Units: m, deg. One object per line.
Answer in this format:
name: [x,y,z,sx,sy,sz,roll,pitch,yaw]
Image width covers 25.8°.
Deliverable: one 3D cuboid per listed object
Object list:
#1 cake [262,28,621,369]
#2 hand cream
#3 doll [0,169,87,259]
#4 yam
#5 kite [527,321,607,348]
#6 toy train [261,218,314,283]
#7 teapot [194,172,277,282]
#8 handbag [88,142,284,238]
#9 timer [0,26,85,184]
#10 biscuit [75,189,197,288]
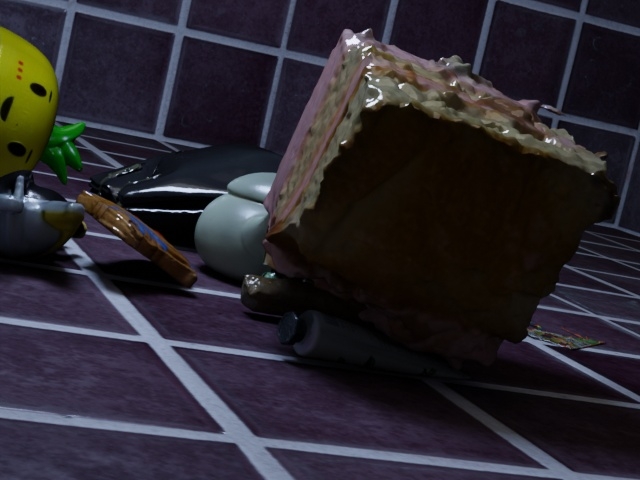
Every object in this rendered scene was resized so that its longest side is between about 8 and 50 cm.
cake: [0.108,-0.052,1.567,0.314,0.293,0.307,24,16,-17]
hand cream: [0.057,0.118,1.519,0.234,0.050,0.080,17,5,-33]
doll: [-0.360,-0.030,1.689,0.145,0.103,0.316,32,-3,-3]
yam: [0.019,0.084,1.682,0.241,0.057,0.057,13,7,-14]
kite: [0.322,0.127,2.045,0.198,0.006,0.244,10,7,-17]
toy train: [0.009,0.033,1.782,0.175,0.118,0.074,6,13,-34]
teapot: [-0.017,-0.009,1.941,0.318,0.149,0.220,5,11,-39]
handbag: [-0.199,-0.070,2.166,0.288,0.152,0.342,-2,8,-18]
timer: [-0.465,-0.170,2.048,0.285,0.285,0.285,12,7,-2]
biscuit: [-0.222,0.000,1.742,0.183,0.043,0.280,39,-1,5]
